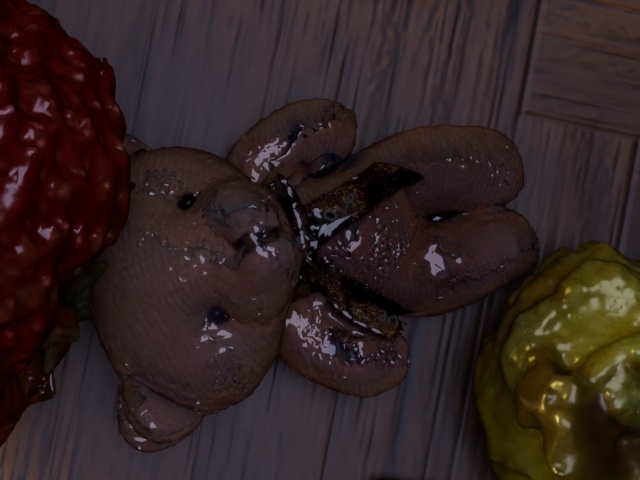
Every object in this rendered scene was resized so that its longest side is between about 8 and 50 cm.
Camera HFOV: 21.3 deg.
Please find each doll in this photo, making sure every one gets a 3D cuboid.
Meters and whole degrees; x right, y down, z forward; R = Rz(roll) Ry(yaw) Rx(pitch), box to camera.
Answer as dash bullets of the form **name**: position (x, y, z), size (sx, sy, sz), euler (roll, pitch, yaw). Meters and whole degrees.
- **doll**: position (0.000, 0.000, 1.042), size (0.303, 0.156, 0.201), euler (-15, 84, -12)

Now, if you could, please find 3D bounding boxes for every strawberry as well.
- **strawberry**: position (-0.265, -0.030, 0.893), size (0.267, 0.351, 0.312), euler (-8, 64, 28)

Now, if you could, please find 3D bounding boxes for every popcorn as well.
- **popcorn**: position (0.189, 0.094, 1.062), size (0.198, 0.155, 0.197), euler (3, 76, -13)

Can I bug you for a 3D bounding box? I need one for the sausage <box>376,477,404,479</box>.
- **sausage**: position (0.130, 0.187, 1.110), size (0.223, 0.029, 0.029), euler (13, 86, -7)
